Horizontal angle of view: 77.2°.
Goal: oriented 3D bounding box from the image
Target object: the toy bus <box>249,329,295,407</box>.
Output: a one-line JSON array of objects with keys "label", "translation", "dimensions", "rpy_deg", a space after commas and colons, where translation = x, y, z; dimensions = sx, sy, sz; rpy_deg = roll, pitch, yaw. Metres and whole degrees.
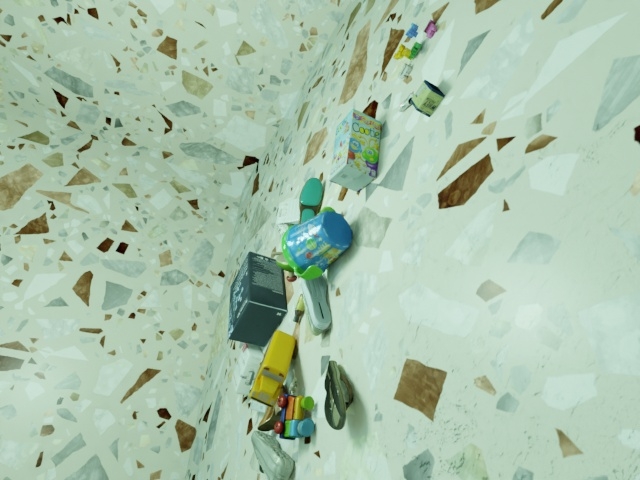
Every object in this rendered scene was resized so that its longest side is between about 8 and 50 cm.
[{"label": "toy bus", "translation": [-0.187, 0.511, 1.624], "dimensions": [0.130, 0.108, 0.333], "rpy_deg": [-62, 4, 17]}]

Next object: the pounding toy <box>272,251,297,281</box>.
[{"label": "pounding toy", "translation": [-0.119, 0.120, 1.875], "dimensions": [0.237, 0.183, 0.110], "rpy_deg": [-145, 49, -68]}]

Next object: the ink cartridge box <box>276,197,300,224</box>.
[{"label": "ink cartridge box", "translation": [-0.146, -0.151, 2.157], "dimensions": [0.179, 0.045, 0.145], "rpy_deg": [-11, 57, 28]}]

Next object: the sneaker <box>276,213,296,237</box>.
[{"label": "sneaker", "translation": [-0.179, -0.039, 2.166], "dimensions": [0.110, 0.118, 0.292], "rpy_deg": [-55, 28, 30]}]

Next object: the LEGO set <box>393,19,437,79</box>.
[{"label": "LEGO set", "translation": [0.346, -0.725, 1.516], "dimensions": [0.227, 0.087, 0.093], "rpy_deg": [-59, 24, 30]}]

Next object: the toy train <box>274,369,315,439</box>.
[{"label": "toy train", "translation": [-0.077, 0.586, 1.458], "dimensions": [0.143, 0.105, 0.248], "rpy_deg": [-29, 45, 45]}]

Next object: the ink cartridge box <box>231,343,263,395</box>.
[{"label": "ink cartridge box", "translation": [-0.383, 0.673, 2.106], "dimensions": [0.218, 0.092, 0.158], "rpy_deg": [-68, 22, 4]}]

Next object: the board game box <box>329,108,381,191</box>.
[{"label": "board game box", "translation": [0.143, -0.363, 1.629], "dimensions": [0.144, 0.142, 0.275], "rpy_deg": [-34, 43, 57]}]

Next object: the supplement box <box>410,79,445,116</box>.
[{"label": "supplement box", "translation": [0.354, -0.472, 1.333], "dimensions": [0.083, 0.056, 0.083], "rpy_deg": [-56, 26, 33]}]

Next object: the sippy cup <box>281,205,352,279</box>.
[{"label": "sippy cup", "translation": [0.000, 0.000, 1.599], "dimensions": [0.224, 0.240, 0.305], "rpy_deg": [-34, 65, 41]}]

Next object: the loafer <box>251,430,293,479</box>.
[{"label": "loafer", "translation": [-0.204, 0.828, 1.535], "dimensions": [0.319, 0.112, 0.111], "rpy_deg": [-4, 60, 66]}]

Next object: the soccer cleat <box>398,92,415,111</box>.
[{"label": "soccer cleat", "translation": [0.319, -0.506, 1.483], "dimensions": [0.083, 0.029, 0.035], "rpy_deg": [-47, 28, 38]}]

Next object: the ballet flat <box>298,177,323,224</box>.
[{"label": "ballet flat", "translation": [-0.055, -0.147, 2.004], "dimensions": [0.124, 0.116, 0.342], "rpy_deg": [110, 165, -64]}]

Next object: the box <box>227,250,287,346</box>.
[{"label": "box", "translation": [-0.341, 0.308, 2.142], "dimensions": [0.293, 0.212, 0.395], "rpy_deg": [-58, 26, 28]}]

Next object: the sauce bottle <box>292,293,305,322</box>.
[{"label": "sauce bottle", "translation": [-0.091, 0.301, 1.783], "dimensions": [0.042, 0.042, 0.128], "rpy_deg": [17, 87, 68]}]

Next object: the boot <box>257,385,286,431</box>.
[{"label": "boot", "translation": [-0.201, 0.697, 1.692], "dimensions": [0.197, 0.073, 0.152], "rpy_deg": [-48, 30, 21]}]

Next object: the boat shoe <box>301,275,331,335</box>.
[{"label": "boat shoe", "translation": [-0.032, 0.239, 1.612], "dimensions": [0.094, 0.109, 0.302], "rpy_deg": [-57, 28, 35]}]

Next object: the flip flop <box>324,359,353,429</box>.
[{"label": "flip flop", "translation": [0.060, 0.474, 1.257], "dimensions": [0.277, 0.080, 0.112], "rpy_deg": [-103, 30, -78]}]

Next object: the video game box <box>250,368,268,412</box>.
[{"label": "video game box", "translation": [-0.256, 0.691, 1.853], "dimensions": [0.205, 0.048, 0.187], "rpy_deg": [-30, 48, 58]}]
